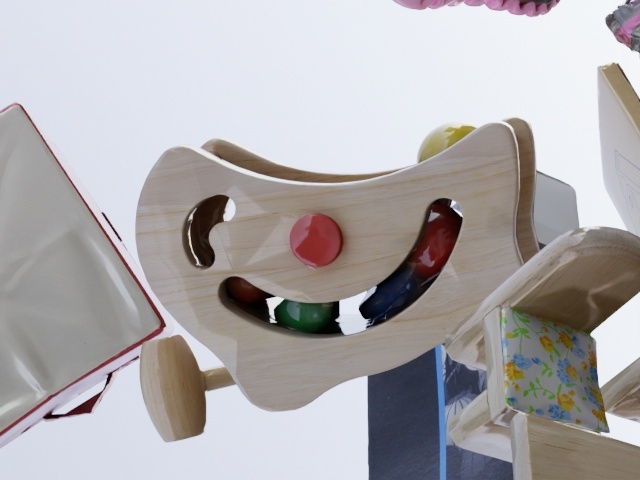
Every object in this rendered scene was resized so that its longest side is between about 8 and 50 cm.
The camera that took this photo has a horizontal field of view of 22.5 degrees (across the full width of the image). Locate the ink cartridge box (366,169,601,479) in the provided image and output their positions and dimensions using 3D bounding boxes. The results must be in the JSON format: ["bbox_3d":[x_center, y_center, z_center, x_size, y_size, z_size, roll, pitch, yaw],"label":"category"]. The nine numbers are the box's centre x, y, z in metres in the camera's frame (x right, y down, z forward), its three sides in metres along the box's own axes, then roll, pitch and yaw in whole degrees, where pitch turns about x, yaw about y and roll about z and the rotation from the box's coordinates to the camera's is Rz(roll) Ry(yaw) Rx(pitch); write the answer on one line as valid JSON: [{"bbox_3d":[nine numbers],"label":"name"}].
[{"bbox_3d":[0.098,0.129,0.994,0.065,0.165,0.332,20,-129,-29],"label":"ink cartridge box"}]

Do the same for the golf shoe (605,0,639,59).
[{"bbox_3d":[0.183,-0.094,0.518,0.086,0.186,0.067,51,-133,0],"label":"golf shoe"}]

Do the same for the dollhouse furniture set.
[{"bbox_3d":[0.182,0.112,0.550,0.242,0.161,0.212,19,-130,-22],"label":"dollhouse furniture set"}]

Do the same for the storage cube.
[{"bbox_3d":[-0.228,0.037,1.148,0.215,0.184,0.193,57,175,2],"label":"storage cube"}]

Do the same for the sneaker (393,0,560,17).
[{"bbox_3d":[0.068,-0.124,0.647,0.119,0.047,0.057,-9,-48,-46],"label":"sneaker"}]

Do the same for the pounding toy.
[{"bbox_3d":[0.000,0.000,0.904,0.154,0.270,0.155,67,-163,-1],"label":"pounding toy"}]

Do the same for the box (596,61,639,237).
[{"bbox_3d":[0.285,-0.031,1.376,0.164,0.021,0.201,77,174,-50],"label":"box"}]
